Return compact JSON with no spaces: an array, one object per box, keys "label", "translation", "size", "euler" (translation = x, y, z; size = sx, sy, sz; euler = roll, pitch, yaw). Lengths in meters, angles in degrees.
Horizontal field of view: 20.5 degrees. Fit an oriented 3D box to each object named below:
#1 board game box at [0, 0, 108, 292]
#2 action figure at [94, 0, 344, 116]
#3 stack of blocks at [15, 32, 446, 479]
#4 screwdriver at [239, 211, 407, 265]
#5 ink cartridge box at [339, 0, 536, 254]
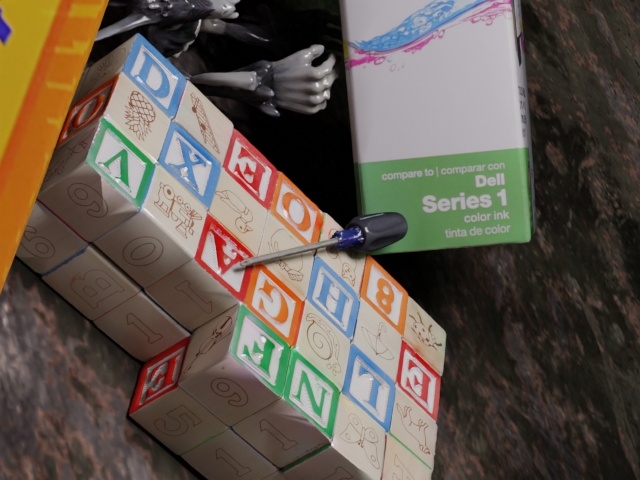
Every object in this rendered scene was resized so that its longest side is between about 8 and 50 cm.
[{"label":"board game box","translation":[-0.306,-0.051,0.406],"size":[0.356,0.356,0.356],"euler":[34,61,-36]},{"label":"action figure","translation":[-0.054,-0.168,1.187],"size":[0.276,0.141,0.164],"euler":[-27,116,-64]},{"label":"stack of blocks","translation":[-0.054,0.041,1.066],"size":[0.297,0.087,0.171],"euler":[44,33,-24]},{"label":"screwdriver","translation":[0.000,0.000,1.079],"size":[0.025,0.024,0.170],"euler":[40,28,28]},{"label":"ink cartridge box","translation":[0.084,-0.135,1.243],"size":[0.201,0.117,0.278],"euler":[-17,102,-81]}]
